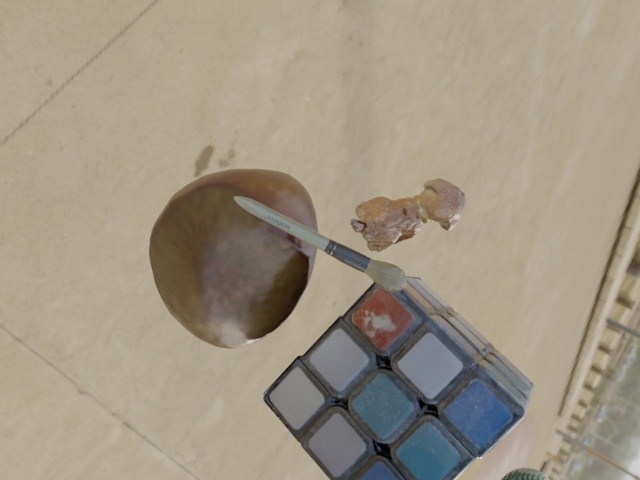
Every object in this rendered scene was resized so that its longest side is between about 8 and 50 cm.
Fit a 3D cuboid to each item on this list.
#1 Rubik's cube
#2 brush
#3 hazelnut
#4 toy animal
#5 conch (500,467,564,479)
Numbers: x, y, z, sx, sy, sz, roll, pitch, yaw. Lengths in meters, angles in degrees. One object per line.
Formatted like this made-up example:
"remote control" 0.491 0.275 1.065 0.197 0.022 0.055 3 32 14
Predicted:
"Rubik's cube" 0.170 0.300 1.397 0.358 0.362 0.363 -51 159 11
"brush" 0.000 0.000 1.118 0.042 0.299 0.039 -61 176 -19
"hazelnut" -0.163 0.019 1.416 0.366 0.366 0.365 -43 149 -35
"toy animal" 0.156 -0.047 1.253 0.184 0.185 0.104 0 78 -71
"conch" 0.382 0.485 1.362 0.135 0.102 0.153 -29 143 -39
